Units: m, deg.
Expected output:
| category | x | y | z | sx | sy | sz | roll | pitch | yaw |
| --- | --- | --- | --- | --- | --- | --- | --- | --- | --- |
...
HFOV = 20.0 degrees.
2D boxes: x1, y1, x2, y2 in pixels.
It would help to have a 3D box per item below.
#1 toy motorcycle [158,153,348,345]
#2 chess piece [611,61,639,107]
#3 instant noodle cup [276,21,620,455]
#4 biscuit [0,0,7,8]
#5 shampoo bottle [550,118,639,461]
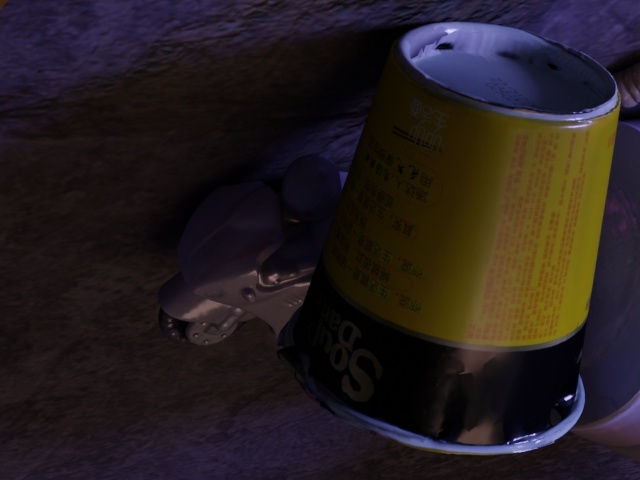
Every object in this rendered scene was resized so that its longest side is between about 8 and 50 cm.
| category | x | y | z | sx | sy | sz | roll | pitch | yaw |
| --- | --- | --- | --- | --- | --- | --- | --- | --- | --- |
| toy motorcycle | 0.000 | 0.000 | 1.334 | 0.260 | 0.110 | 0.171 | -18 | 145 | -7 |
| chess piece | 0.231 | -0.114 | 1.302 | 0.092 | 0.035 | 0.035 | -23 | 155 | 26 |
| instant noodle cup | 0.094 | -0.009 | 1.187 | 0.215 | 0.215 | 0.236 | -3 | 119 | -26 |
| biscuit | -0.234 | -0.160 | 0.851 | 0.213 | 0.091 | 0.274 | -13 | 154 | 0 |
| shampoo bottle | 0.283 | 0.040 | 1.373 | 0.266 | 0.273 | 0.273 | 9 | 148 | -30 |
